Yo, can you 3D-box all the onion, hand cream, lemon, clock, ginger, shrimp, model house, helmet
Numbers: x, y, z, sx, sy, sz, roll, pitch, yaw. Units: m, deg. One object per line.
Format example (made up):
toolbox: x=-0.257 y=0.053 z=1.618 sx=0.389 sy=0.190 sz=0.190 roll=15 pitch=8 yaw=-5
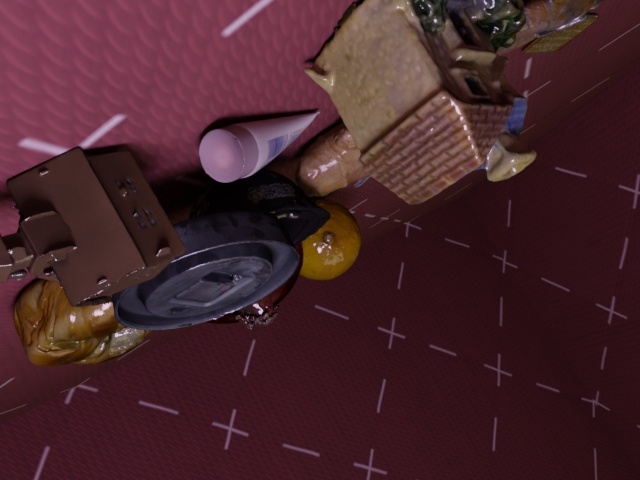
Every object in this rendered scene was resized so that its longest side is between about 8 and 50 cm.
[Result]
onion: x=-0.184 y=0.101 z=1.388 sx=0.348 sy=0.285 sz=0.347 roll=-22 pitch=150 yaw=-13
hand cream: x=-0.094 y=-0.163 z=0.938 sx=0.133 sy=0.083 sz=0.248 roll=-34 pitch=-179 yaw=29
lemon: x=0.000 y=-0.001 z=1.593 sx=0.236 sy=0.235 sz=0.263 roll=-24 pitch=-179 yaw=-34
clock: x=-0.194 y=0.059 z=0.962 sx=0.319 sy=0.066 sz=0.319 roll=-20 pitch=158 yaw=-9
ginger: x=0.101 y=-0.203 z=1.167 sx=0.354 sy=0.126 sz=0.190 roll=-30 pitch=161 yaw=-21
shrimp: x=0.445 y=-0.442 z=1.128 sx=0.317 sy=0.077 sz=0.168 roll=-24 pitch=180 yaw=-13
model house: x=0.194 y=-0.217 z=0.809 sx=0.321 sy=0.266 sz=0.261 roll=-12 pitch=164 yaw=-39
model house: x=-0.339 y=0.009 z=0.707 sx=0.248 sy=0.180 sz=0.176 roll=-21 pitch=167 yaw=-46
helmet: x=-0.132 y=-0.053 z=1.085 sx=0.279 sy=0.160 sz=0.230 roll=-19 pitch=161 yaw=-37

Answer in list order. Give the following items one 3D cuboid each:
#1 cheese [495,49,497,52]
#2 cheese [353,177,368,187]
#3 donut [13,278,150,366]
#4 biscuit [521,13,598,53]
cheese: x=0.236 y=-0.335 z=1.047 sx=0.244 sy=0.062 sz=0.155 roll=-27 pitch=170 yaw=21
cheese: x=0.156 y=-0.202 z=1.592 sx=0.097 sy=0.037 sz=0.192 roll=-20 pitch=166 yaw=-43
donut: x=-0.433 y=0.135 z=1.156 sx=0.360 sy=0.170 sz=0.360 roll=-28 pitch=169 yaw=-6
biscuit: x=0.590 y=-0.506 z=1.380 sx=0.231 sy=0.016 sz=0.139 roll=-21 pitch=168 yaw=-45
